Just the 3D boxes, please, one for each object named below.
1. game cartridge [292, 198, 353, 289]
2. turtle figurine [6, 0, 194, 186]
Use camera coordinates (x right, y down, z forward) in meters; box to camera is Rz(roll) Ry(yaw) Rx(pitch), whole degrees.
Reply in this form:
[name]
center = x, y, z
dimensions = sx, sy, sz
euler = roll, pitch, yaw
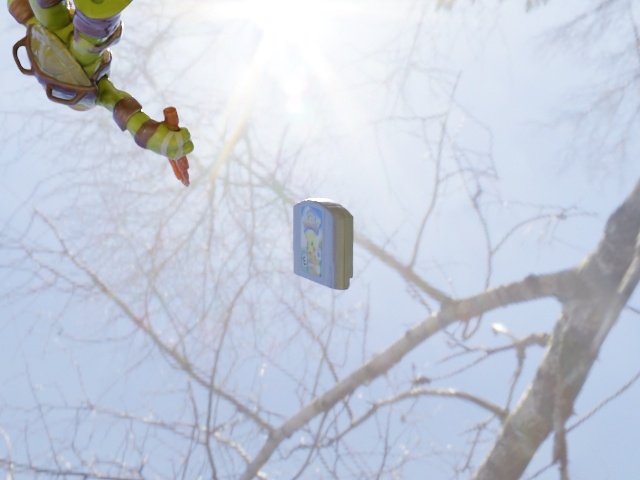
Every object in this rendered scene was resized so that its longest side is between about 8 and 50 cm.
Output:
[game cartridge]
center = 0.000, 0.000, 0.632
dimensions = 0.017, 0.056, 0.083
euler = 2, -175, -22
[turtle figurine]
center = -0.198, -0.160, 0.729
dimensions = 0.087, 0.217, 0.269
euler = -36, -101, -19
